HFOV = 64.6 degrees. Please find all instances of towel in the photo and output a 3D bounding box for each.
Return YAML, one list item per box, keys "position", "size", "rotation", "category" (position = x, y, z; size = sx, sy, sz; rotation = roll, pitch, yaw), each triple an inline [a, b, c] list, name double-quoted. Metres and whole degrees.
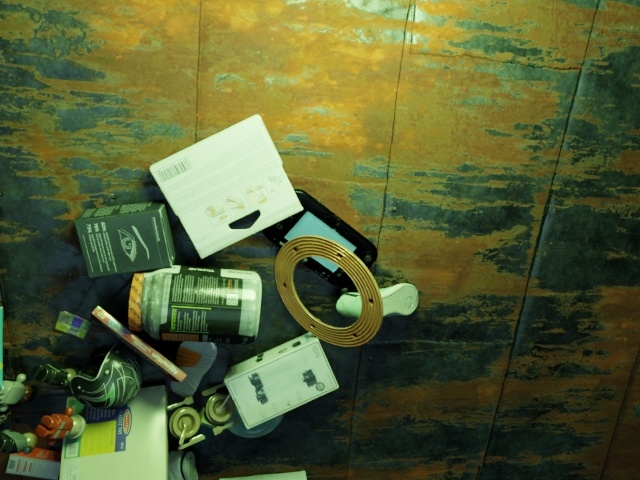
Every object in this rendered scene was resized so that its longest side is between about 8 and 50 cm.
- position: [-0.669, 0.229, 1.367]
  size: [0.083, 0.009, 0.060]
  rotation: [27, 102, -18]
  category: "towel"

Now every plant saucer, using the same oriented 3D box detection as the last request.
- position: [-0.204, 0.535, 1.545]
  size: [0.194, 0.037, 0.195]
  rotation: [-4, 111, -9]
  category: "plant saucer"

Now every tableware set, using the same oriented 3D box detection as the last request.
- position: [-0.329, 0.498, 1.437]
  size: [0.194, 0.039, 0.128]
  rotation: [-16, 81, -32]
  category: "tableware set"

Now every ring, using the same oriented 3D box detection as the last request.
- position: [0.020, 0.134, 1.338]
  size: [0.336, 0.032, 0.337]
  rotation: [19, 125, 29]
  category: "ring"

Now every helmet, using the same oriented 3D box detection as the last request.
- position: [-0.559, 0.366, 1.356]
  size: [0.161, 0.169, 0.170]
  rotation: [-12, 112, 10]
  category: "helmet"

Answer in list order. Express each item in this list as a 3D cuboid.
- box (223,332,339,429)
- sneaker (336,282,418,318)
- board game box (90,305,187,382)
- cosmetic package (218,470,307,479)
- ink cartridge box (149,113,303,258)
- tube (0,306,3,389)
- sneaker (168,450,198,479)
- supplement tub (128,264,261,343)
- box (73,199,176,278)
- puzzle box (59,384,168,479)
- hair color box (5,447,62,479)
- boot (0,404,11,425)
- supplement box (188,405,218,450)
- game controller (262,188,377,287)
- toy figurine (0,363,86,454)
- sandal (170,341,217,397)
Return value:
- position: [-0.114, 0.399, 1.464]
  size: [0.289, 0.087, 0.169]
  rotation: [-25, 102, -4]
  category: "box"
- position: [0.162, 0.170, 1.457]
  size: [0.255, 0.151, 0.094]
  rotation: [-4, 94, -43]
  category: "sneaker"
- position: [-0.479, 0.277, 1.327]
  size: [0.281, 0.145, 0.027]
  rotation: [42, 63, -10]
  category: "board game box"
- position: [-0.190, 0.950, 1.669]
  size: [0.284, 0.097, 0.378]
  rotation: [-2, 110, -12]
  category: "cosmetic package"
- position: [-0.230, -0.135, 1.272]
  size: [0.296, 0.066, 0.261]
  rotation: [-25, 107, 0]
  category: "ink cartridge box"
- position: [-0.843, 0.274, 1.292]
  size: [0.080, 0.052, 0.207]
  rotation: [1, 89, 20]
  category: "tube"
- position: [-0.436, 0.749, 1.566]
  size: [0.094, 0.090, 0.235]
  rotation: [1, 106, 3]
  category: "sneaker"
- position: [-0.318, 0.164, 1.307]
  size: [0.315, 0.193, 0.194]
  rotation: [6, 109, -13]
  category: "supplement tub"
- position: [-0.479, -0.006, 1.262]
  size: [0.207, 0.108, 0.153]
  rotation: [-7, 110, -8]
  category: "box"
- position: [-0.546, 0.609, 1.353]
  size: [0.272, 0.409, 0.052]
  rotation: [-5, 152, -7]
  category: "puzzle box"
- position: [-0.826, 0.646, 1.472]
  size: [0.141, 0.043, 0.072]
  rotation: [17, 106, -17]
  category: "hair color box"
- position: [-0.986, 0.490, 1.371]
  size: [0.236, 0.085, 0.179]
  rotation: [32, 97, -19]
  category: "boot"
- position: [-0.345, 0.556, 1.502]
  size: [0.056, 0.083, 0.083]
  rotation: [29, 102, -18]
  category: "supplement box"
- position: [0.000, 0.000, 1.372]
  size: [0.319, 0.067, 0.166]
  rotation: [36, 100, -19]
  category: "game controller"
- position: [-0.739, 0.442, 1.328]
  size: [0.209, 0.148, 0.213]
  rotation: [-23, 67, 4]
  category: "toy figurine"
- position: [-0.359, 0.342, 1.435]
  size: [0.102, 0.076, 0.265]
  rotation: [29, 124, -4]
  category: "sandal"
